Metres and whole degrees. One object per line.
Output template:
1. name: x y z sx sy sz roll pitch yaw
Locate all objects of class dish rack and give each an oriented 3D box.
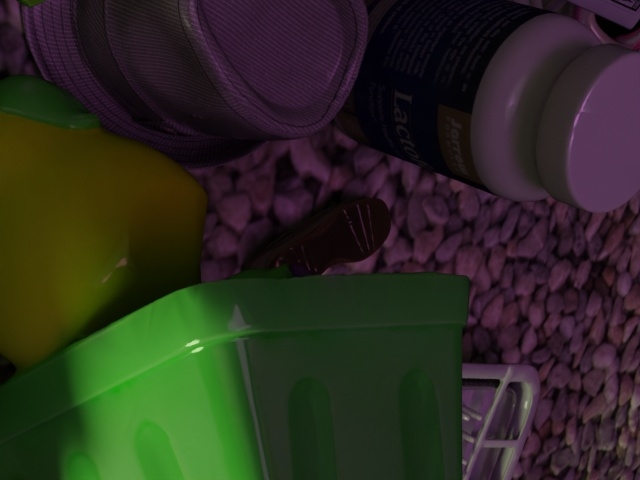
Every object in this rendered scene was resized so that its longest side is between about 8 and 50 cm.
1. dish rack: 0.076 0.239 1.261 0.333 0.072 0.285 9 103 -53

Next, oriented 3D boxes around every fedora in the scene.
1. fedora: -0.065 -0.161 0.939 0.275 0.124 0.243 37 81 -45

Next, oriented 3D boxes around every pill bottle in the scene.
1. pill bottle: 0.138 -0.119 1.046 0.153 0.265 0.153 -18 119 -36

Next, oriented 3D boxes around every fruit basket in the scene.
1. fruit basket: -0.111 0.065 0.899 0.283 0.392 0.392 1 107 -43

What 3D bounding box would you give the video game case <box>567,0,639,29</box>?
1. video game case: 0.224 -0.319 0.997 0.244 0.061 0.269 16 126 -30

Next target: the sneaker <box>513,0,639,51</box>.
1. sneaker: 0.280 -0.194 1.254 0.103 0.111 0.252 -56 135 -8

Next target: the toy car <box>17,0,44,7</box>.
1. toy car: -0.239 -0.236 0.797 0.239 0.053 0.225 -50 134 -13

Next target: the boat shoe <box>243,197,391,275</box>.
1. boat shoe: 0.000 0.002 1.137 0.153 0.048 0.056 -33 116 -37
